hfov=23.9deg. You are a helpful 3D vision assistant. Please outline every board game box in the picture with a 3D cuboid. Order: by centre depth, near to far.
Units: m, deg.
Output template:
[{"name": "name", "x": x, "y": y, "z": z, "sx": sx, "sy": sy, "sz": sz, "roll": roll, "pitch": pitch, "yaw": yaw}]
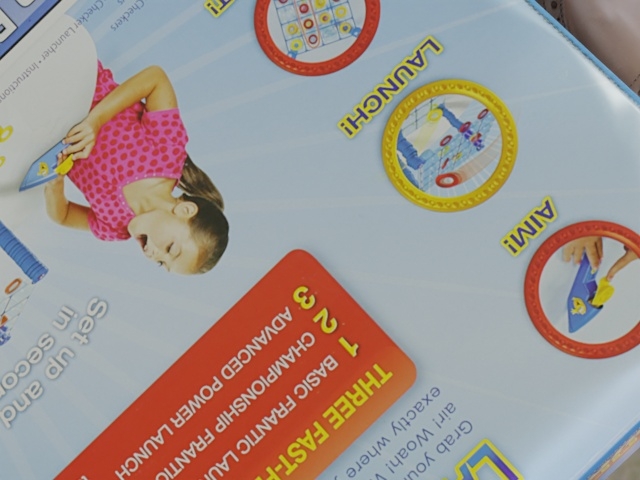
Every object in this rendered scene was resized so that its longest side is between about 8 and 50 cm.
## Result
[{"name": "board game box", "x": -0.055, "y": 0.014, "z": 0.523, "sx": 0.308, "sy": 0.302, "sz": 0.086, "roll": -43, "pitch": 163, "yaw": 2}]

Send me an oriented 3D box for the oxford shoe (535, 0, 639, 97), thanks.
[{"name": "oxford shoe", "x": 0.200, "y": -0.056, "z": 0.690, "sx": 0.130, "sy": 0.363, "sz": 0.133, "roll": -39, "pitch": -168, "yaw": -1}]
